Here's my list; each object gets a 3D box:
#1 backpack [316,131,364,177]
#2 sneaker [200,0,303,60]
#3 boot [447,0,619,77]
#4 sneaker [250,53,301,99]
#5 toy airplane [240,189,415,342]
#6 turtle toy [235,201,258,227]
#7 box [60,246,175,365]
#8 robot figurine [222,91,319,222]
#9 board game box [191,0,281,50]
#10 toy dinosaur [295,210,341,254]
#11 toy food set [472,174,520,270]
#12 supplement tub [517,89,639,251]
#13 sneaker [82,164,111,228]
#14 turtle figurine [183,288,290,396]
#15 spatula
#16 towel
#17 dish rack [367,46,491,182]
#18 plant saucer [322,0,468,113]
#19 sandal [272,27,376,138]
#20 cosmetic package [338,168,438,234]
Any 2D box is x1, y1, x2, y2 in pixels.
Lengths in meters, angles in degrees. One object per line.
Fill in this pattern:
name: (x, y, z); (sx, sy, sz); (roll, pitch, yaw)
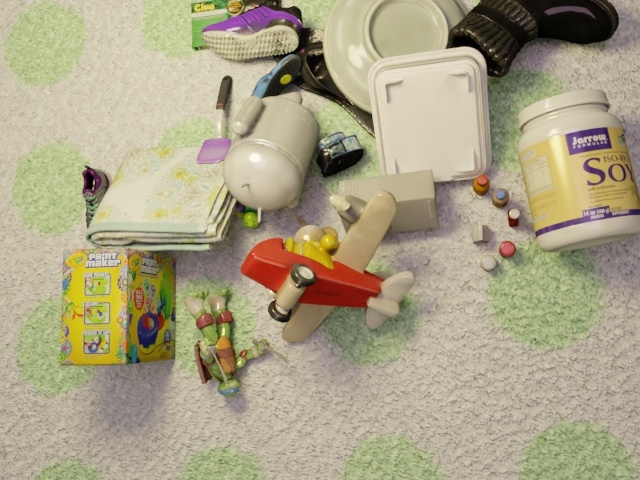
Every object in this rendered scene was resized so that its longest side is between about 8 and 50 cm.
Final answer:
backpack: (0.049, -0.230, 1.843); (0.114, 0.105, 0.084); (-21, 75, -15)
sneaker: (-0.175, -0.574, 1.918); (0.293, 0.102, 0.146); (4, 63, 22)
boot: (0.510, -0.499, 1.726); (0.348, 0.131, 0.260); (24, 62, 23)
sneaker: (-0.128, -0.425, 1.891); (0.209, 0.069, 0.082); (-48, 52, 36)
toy airplane: (0.029, 0.067, 1.725); (0.386, 0.384, 0.272); (-25, 48, -1)
turtle toy: (-0.189, -0.095, 1.899); (0.095, 0.066, 0.130); (-14, 80, 10)
box: (-0.507, 0.171, 1.820); (0.177, 0.290, 0.279); (-3, 83, 12)
robot figurine: (-0.123, -0.218, 1.785); (0.199, 0.300, 0.354); (-9, 46, 32)
board game box: (-0.235, -0.613, 1.993); (0.259, 0.030, 0.136); (-3, 85, 12)
toy dinosaur: (0.000, 0.000, 1.865); (0.183, 0.053, 0.093); (25, 74, 6)
toy food set: (0.427, -0.044, 1.742); (0.111, 0.104, 0.232); (-1, 83, 12)
supplement tub: (0.592, -0.154, 1.651); (0.241, 0.241, 0.331); (-11, 81, 10)
sneaker: (-0.631, -0.094, 1.977); (0.083, 0.098, 0.224); (-9, 81, 11)
turtle figurine: (-0.221, 0.243, 1.803); (0.197, 0.275, 0.266); (-15, 73, -25)
spatula: (-0.270, -0.328, 1.921); (0.084, 0.030, 0.297); (-1, 64, 13)
towel: (-0.389, -0.113, 1.858); (0.374, 0.090, 0.321); (2, 48, 16)
dish rack: (0.269, -0.286, 1.742); (0.285, 0.072, 0.333); (-5, 115, 10)
plant saucer: (0.208, -0.507, 1.795); (0.400, 0.100, 0.401); (1, 82, -4)
sandal: (0.057, -0.431, 1.867); (0.445, 0.107, 0.168); (37, 91, 14)
cosmetic package: (0.171, -0.090, 1.780); (0.237, 0.127, 0.107); (-5, 51, 14)
